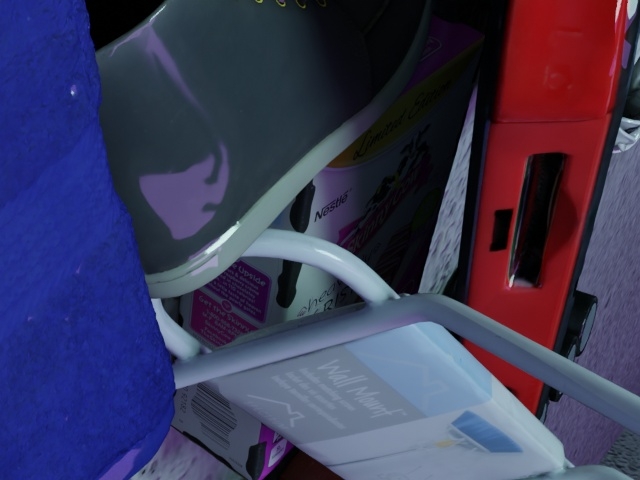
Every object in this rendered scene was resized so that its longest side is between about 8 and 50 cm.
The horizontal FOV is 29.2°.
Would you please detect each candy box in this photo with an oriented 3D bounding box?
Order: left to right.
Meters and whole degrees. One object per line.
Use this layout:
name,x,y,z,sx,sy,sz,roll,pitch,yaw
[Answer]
candy box,0.000,0.000,0.670,0.159,0.071,0.233,-39,150,-41

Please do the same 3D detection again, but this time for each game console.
game console,0.112,-0.111,0.646,0.386,0.060,0.342,87,10,-56

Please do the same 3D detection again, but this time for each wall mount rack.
wall mount rack,0.075,0.118,0.569,0.350,0.304,0.130,42,41,-45

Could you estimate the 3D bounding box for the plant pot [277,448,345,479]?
plant pot,0.013,0.300,0.859,0.265,0.272,0.272,-46,156,-13

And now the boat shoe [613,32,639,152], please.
boat shoe,0.232,-0.110,1.020,0.095,0.084,0.258,-45,154,-34

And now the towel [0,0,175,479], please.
towel,-0.145,0.008,0.324,0.227,0.076,0.308,-49,147,-39

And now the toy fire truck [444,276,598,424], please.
toy fire truck,0.122,0.165,1.062,0.217,0.158,0.246,-50,150,-49

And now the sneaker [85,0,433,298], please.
sneaker,-0.025,-0.091,0.485,0.222,0.083,0.118,-56,148,-31
